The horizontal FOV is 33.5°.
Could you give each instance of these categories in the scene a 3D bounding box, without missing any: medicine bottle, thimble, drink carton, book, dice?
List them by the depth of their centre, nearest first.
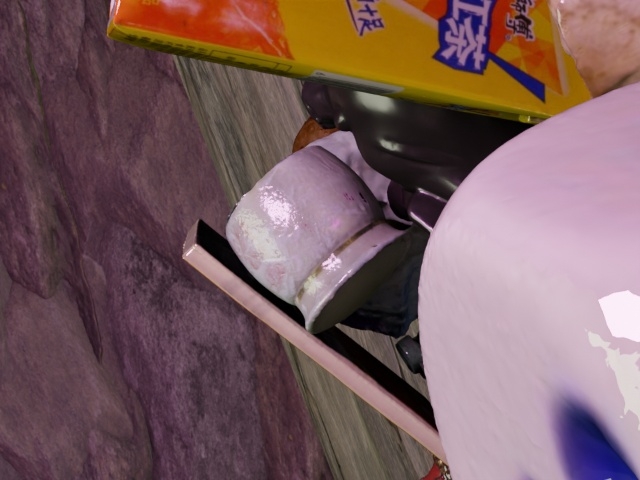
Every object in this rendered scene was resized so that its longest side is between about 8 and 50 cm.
[{"bbox_3d":[0.239,0.083,0.488,0.277,0.304,0.304,-143,34,-66],"label":"dice"},{"bbox_3d":[0.039,-0.182,0.741,0.111,0.351,0.155,-150,70,-75],"label":"drink carton"},{"bbox_3d":[0.000,0.000,1.065,0.143,0.147,0.147,45,161,14],"label":"medicine bottle"},{"bbox_3d":[-0.001,0.109,1.205,0.374,0.028,0.262,38,-179,-9],"label":"book"},{"bbox_3d":[0.063,-0.012,1.239,0.150,0.237,0.237,84,160,-47],"label":"thimble"}]

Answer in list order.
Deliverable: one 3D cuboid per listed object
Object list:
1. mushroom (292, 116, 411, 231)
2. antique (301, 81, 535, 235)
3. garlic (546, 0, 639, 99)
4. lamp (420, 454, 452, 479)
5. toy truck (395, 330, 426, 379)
[{"bbox_3d":[0.039,-0.073,1.441,0.194,0.138,0.231,-142,34,-66],"label":"mushroom"},{"bbox_3d":[0.110,-0.108,0.956,0.322,0.185,0.255,47,175,-25],"label":"antique"},{"bbox_3d":[0.211,-0.159,0.622,0.229,0.178,0.142,43,131,-20],"label":"garlic"},{"bbox_3d":[0.209,0.353,1.353,0.274,0.177,0.177,86,159,-52],"label":"lamp"},{"bbox_3d":[0.195,0.181,1.245,0.135,0.128,0.259,61,173,-34],"label":"toy truck"}]
